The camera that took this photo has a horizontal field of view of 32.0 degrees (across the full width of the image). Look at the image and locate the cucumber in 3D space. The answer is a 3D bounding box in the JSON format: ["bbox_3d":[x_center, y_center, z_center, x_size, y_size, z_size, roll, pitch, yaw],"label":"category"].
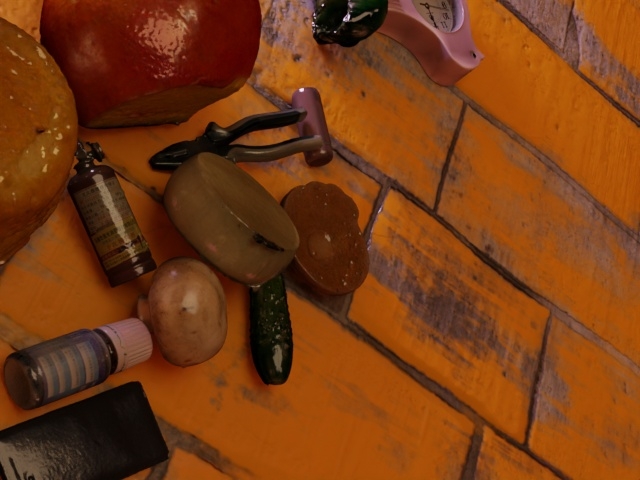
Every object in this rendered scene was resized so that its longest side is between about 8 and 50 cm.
[{"bbox_3d":[-0.081,0.122,1.772,0.069,0.069,0.227,14,57,-34],"label":"cucumber"}]

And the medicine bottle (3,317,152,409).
[{"bbox_3d":[-0.329,0.163,1.535,0.203,0.083,0.083,-20,82,-42],"label":"medicine bottle"}]

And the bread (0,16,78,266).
[{"bbox_3d":[-0.494,-0.136,1.473,0.337,0.204,0.358,41,51,-10],"label":"bread"}]

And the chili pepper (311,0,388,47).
[{"bbox_3d":[0.052,-0.450,2.106,0.148,0.116,0.264,-7,44,-7],"label":"chili pepper"}]

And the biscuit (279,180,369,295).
[{"bbox_3d":[0.000,0.000,1.904,0.181,0.049,0.208,-2,70,-40],"label":"biscuit"}]

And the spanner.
[{"bbox_3d":[-0.140,-0.163,1.861,0.325,0.040,0.095,-17,66,-35],"label":"spanner"}]

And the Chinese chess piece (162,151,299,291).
[{"bbox_3d":[-0.137,-0.032,1.716,0.238,0.092,0.238,42,15,-14],"label":"Chinese chess piece"}]

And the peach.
[{"bbox_3d":[-0.265,-0.340,1.732,0.306,0.242,0.380,21,57,-35],"label":"peach"}]

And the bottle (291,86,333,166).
[{"bbox_3d":[-0.015,-0.203,1.990,0.053,0.053,0.140,3,67,-38],"label":"bottle"}]

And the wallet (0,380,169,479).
[{"bbox_3d":[-0.324,0.281,1.522,0.244,0.025,0.124,-17,80,-42],"label":"wallet"}]

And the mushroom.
[{"bbox_3d":[-0.202,0.106,1.630,0.166,0.127,0.166,-15,90,-81],"label":"mushroom"}]

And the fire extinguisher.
[{"bbox_3d":[-0.333,-0.055,1.645,0.075,0.106,0.252,-27,95,-36],"label":"fire extinguisher"}]

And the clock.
[{"bbox_3d":[0.189,-0.448,2.258,0.290,0.080,0.275,-12,76,-41],"label":"clock"}]
